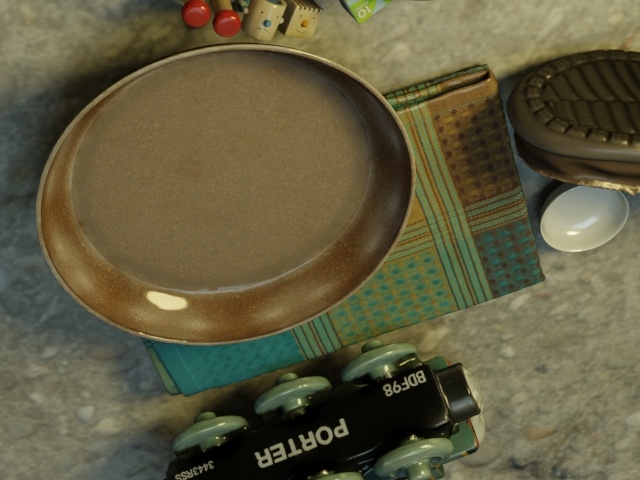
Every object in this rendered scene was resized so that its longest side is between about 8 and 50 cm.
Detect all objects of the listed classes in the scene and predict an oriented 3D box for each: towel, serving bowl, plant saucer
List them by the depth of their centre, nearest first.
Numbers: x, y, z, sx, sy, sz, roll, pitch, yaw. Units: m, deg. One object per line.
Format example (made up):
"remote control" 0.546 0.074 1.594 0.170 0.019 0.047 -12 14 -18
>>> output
"plant saucer" -0.078 -0.042 1.399 0.311 0.050 0.310 -8 132 -9
"towel" 0.000 0.000 1.517 0.370 0.040 0.271 -18 134 2
"serving bowl" 0.236 -0.028 1.553 0.083 0.027 0.083 -7 133 -7

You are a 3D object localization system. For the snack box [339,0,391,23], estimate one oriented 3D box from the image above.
"snack box" 0.033 -0.245 1.279 0.100 0.037 0.141 -35 132 0

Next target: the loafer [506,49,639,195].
"loafer" 0.321 -0.067 1.464 0.366 0.134 0.130 5 133 -19

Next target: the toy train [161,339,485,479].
"toy train" 0.002 0.206 1.632 0.334 0.142 0.190 -23 160 6

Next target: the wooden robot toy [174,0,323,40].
"wooden robot toy" -0.068 -0.202 1.290 0.173 0.076 0.079 14 117 -25
